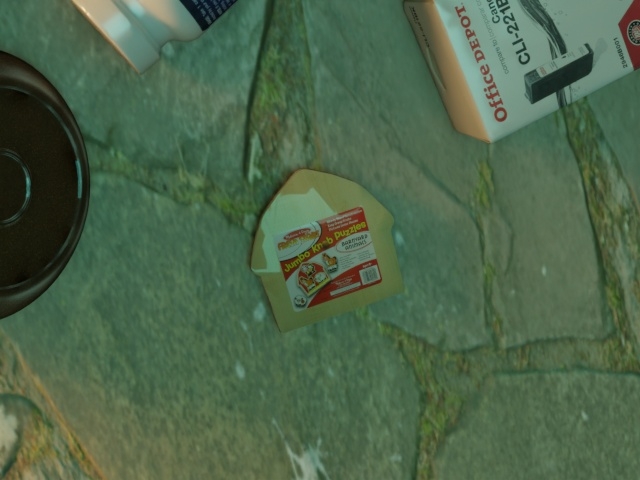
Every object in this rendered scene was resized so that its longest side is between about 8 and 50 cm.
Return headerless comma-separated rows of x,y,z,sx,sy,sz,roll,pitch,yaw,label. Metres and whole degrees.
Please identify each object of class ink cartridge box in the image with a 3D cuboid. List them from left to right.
0.268,-0.268,1.724,0.273,0.114,0.197,-27,108,-8,ink cartridge box

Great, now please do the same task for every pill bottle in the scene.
-0.150,-0.321,1.578,0.265,0.153,0.153,-44,109,-4,pill bottle

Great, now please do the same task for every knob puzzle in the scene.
0.000,0.000,1.751,0.213,0.030,0.213,-3,103,-14,knob puzzle

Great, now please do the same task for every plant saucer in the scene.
-0.366,-0.059,1.542,0.311,0.050,0.310,-6,99,-48,plant saucer
